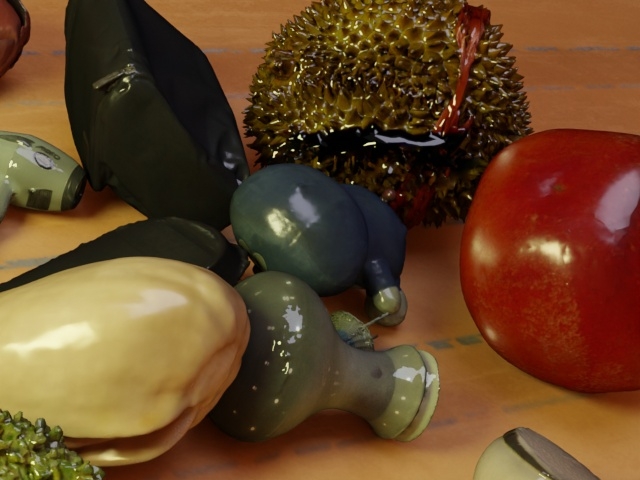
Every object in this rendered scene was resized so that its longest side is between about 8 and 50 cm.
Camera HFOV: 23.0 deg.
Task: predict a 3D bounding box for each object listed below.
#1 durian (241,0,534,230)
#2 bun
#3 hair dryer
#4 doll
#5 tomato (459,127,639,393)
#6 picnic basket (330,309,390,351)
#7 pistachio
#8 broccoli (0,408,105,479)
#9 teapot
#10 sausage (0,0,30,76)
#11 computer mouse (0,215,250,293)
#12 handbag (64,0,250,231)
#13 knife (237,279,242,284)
[{"bbox_3d":[0.099,-0.175,2.077,0.384,0.347,0.347,22,30,-22],"label":"durian"},{"bbox_3d":[0.231,0.286,1.649,0.173,0.120,0.173,34,7,-5],"label":"bun"},{"bbox_3d":[-0.428,-0.064,1.811,0.229,0.092,0.267,31,40,16],"label":"hair dryer"},{"bbox_3d":[0.000,0.000,1.863,0.228,0.154,0.258,45,24,27],"label":"doll"},{"bbox_3d":[0.331,0.018,1.932,0.293,0.289,0.325,17,62,31],"label":"tomato"},{"bbox_3d":[0.043,0.116,1.843,0.083,0.065,0.083,-33,68,-22],"label":"picnic basket"},{"bbox_3d":[-0.224,0.112,1.528,0.318,0.193,0.213,-6,52,-6],"label":"pistachio"},{"bbox_3d":[-0.295,0.237,1.344,0.243,0.180,0.273,22,32,-2],"label":"broccoli"},{"bbox_3d":[-0.001,0.141,1.693,0.251,0.183,0.183,18,30,-31],"label":"teapot"},{"bbox_3d":[-0.482,-0.251,1.984,0.152,0.152,0.280,33,33,16],"label":"sausage"},{"bbox_3d":[-0.219,0.063,1.725,0.295,0.087,0.168,-23,32,-25],"label":"computer mouse"},{"bbox_3d":[-0.234,-0.161,1.938,0.275,0.178,0.302,39,19,-40],"label":"handbag"},{"bbox_3d":[-0.149,0.076,1.817,0.078,0.022,0.166,26,37,30],"label":"knife"}]
